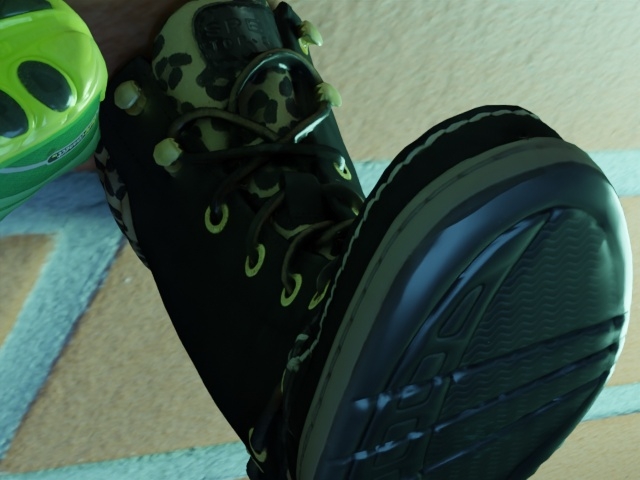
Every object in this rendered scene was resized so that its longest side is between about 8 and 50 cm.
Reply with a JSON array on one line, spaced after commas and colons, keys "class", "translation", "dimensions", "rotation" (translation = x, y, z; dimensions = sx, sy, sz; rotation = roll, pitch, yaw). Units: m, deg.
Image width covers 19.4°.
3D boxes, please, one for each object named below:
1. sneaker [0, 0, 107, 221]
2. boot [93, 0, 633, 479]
[{"class": "sneaker", "translation": [-0.224, -0.005, 0.816], "dimensions": [0.295, 0.109, 0.123], "rotation": [-23, 155, -2]}, {"class": "boot", "translation": [0.000, 0.000, 0.847], "dimensions": [0.138, 0.284, 0.377], "rotation": [-21, 150, -15]}]
